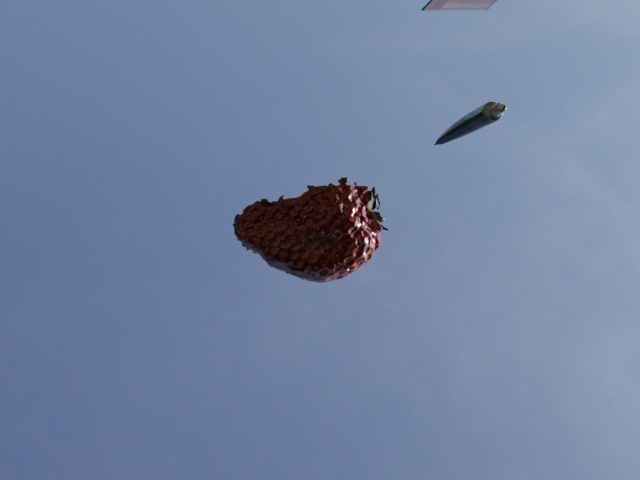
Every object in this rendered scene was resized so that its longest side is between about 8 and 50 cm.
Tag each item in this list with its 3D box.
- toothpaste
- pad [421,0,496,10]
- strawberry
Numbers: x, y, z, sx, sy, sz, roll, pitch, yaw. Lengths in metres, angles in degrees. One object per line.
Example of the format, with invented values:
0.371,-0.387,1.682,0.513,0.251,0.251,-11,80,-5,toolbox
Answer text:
0.234,-0.183,1.721,0.049,0.031,0.204,-42,-173,-19,toothpaste
0.293,-0.420,1.560,0.202,0.300,0.005,-16,-110,-52,pad
0.000,0.005,1.666,0.236,0.175,0.107,-20,-127,-12,strawberry
